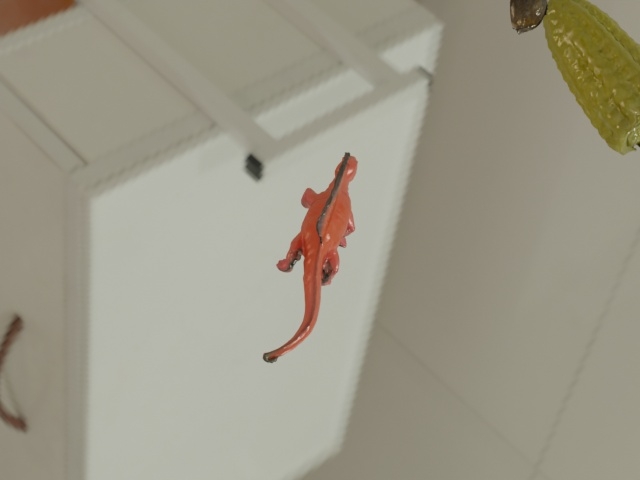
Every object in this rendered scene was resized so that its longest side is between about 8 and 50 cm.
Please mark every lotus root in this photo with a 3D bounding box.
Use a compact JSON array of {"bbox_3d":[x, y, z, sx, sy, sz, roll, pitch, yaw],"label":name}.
[{"bbox_3d":[0.221,-0.261,1.488,0.030,0.037,0.083,46,49,-61],"label":"lotus root"}]

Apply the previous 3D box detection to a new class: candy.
[{"bbox_3d":[0.319,-0.200,1.605,0.094,0.199,0.106,-30,163,-17],"label":"candy"}]

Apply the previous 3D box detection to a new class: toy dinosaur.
[{"bbox_3d":[0.003,-0.007,1.555,0.139,0.070,0.286,116,-5,-50],"label":"toy dinosaur"}]
